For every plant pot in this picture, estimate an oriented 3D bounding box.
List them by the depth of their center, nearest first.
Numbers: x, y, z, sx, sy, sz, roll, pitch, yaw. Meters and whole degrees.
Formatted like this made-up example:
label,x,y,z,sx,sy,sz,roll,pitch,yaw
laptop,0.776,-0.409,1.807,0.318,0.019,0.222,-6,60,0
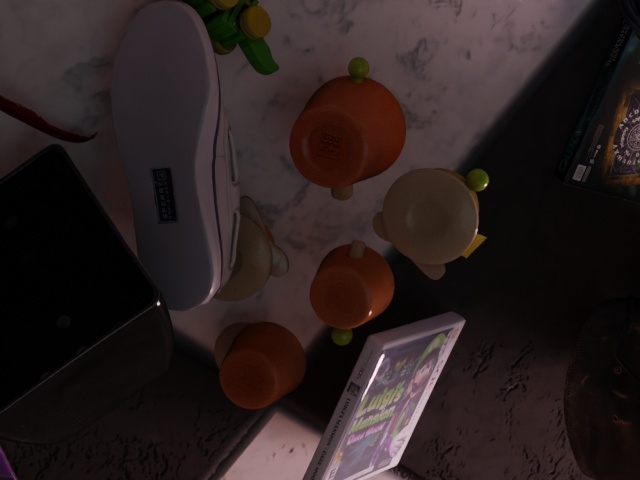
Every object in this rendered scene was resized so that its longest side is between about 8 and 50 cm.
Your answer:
label,x,y,z,sx,sy,sz,roll,pitch,yaw
plant pot,-0.229,0.066,1.696,0.188,0.187,0.167,-36,152,-2

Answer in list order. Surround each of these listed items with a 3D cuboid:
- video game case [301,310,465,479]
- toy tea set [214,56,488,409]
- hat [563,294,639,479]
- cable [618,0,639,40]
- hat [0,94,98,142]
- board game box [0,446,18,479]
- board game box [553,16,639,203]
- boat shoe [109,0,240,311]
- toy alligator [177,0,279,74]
label,x,y,z,sx,sy,sz,roll,pitch,yaw
video game case,0.060,0.156,1.890,0.190,0.022,0.173,-10,127,-62
toy tea set,0.000,0.000,1.805,0.200,0.124,0.336,46,114,0
hat,0.314,0.156,1.959,0.134,0.331,0.331,-1,122,20
cable,0.343,-0.245,1.835,0.151,0.047,0.184,-2,103,-26
hat,-0.335,-0.115,1.660,0.208,0.183,0.173,43,87,9
board game box,-0.436,0.281,1.791,0.347,0.056,0.208,-27,111,-8
board game box,0.316,-0.128,1.915,0.126,0.026,0.186,14,109,-27
boat shoe,-0.113,-0.076,1.713,0.096,0.088,0.267,-4,101,21
toy alligator,-0.098,-0.216,1.694,0.190,0.056,0.051,41,51,-25
